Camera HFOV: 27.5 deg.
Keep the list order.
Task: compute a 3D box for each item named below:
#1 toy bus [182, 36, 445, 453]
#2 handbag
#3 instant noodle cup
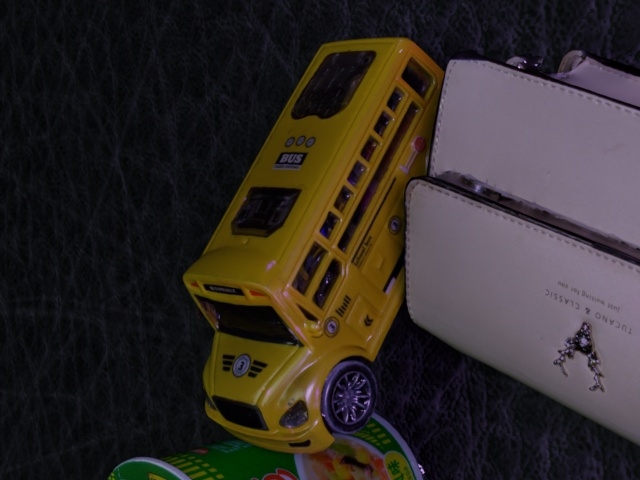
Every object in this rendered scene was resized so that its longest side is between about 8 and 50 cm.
[{"bbox_3d":[0.000,0.000,1.064,0.145,0.151,0.331,5,60,46],"label":"toy bus"},{"bbox_3d":[0.230,0.023,0.889,0.358,0.160,0.237,28,118,43],"label":"handbag"},{"bbox_3d":[-0.033,0.244,1.106,0.207,0.232,0.207,18,116,44],"label":"instant noodle cup"}]
